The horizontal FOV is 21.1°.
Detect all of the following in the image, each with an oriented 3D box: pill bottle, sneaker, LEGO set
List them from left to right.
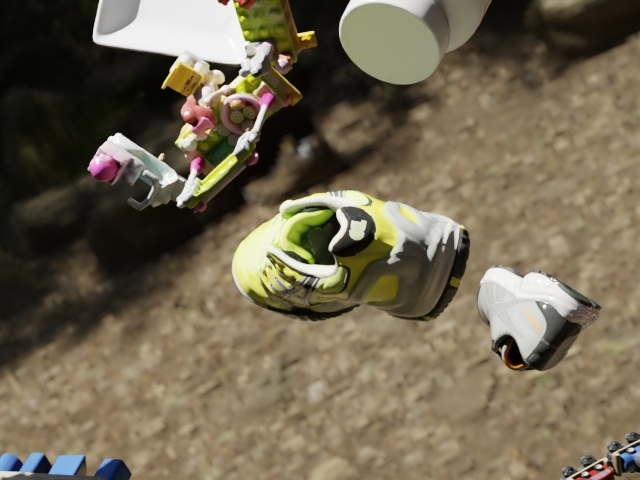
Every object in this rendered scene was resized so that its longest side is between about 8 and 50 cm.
[{"bbox_3d":[-0.074,-0.126,1.254,0.107,0.132,0.287,-73,6,-57],"label":"LEGO set"},{"bbox_3d":[0.000,0.000,1.823,0.384,0.147,0.145,-7,61,58],"label":"sneaker"},{"bbox_3d":[0.133,-0.330,2.068,0.169,0.169,0.301,-9,39,37],"label":"pill bottle"},{"bbox_3d":[0.227,0.095,1.976,0.108,0.100,0.271,-58,7,-6],"label":"sneaker"}]

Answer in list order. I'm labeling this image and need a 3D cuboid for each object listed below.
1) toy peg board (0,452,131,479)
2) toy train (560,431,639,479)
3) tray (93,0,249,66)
[{"bbox_3d":[-0.181,0.215,1.324,0.161,0.161,0.079,-3,39,32],"label":"toy peg board"},{"bbox_3d":[0.235,0.205,1.490,0.158,0.027,0.036,-23,28,-27],"label":"toy train"},{"bbox_3d":[-0.101,-0.288,1.488,0.145,0.270,0.030,10,-3,16],"label":"tray"}]
